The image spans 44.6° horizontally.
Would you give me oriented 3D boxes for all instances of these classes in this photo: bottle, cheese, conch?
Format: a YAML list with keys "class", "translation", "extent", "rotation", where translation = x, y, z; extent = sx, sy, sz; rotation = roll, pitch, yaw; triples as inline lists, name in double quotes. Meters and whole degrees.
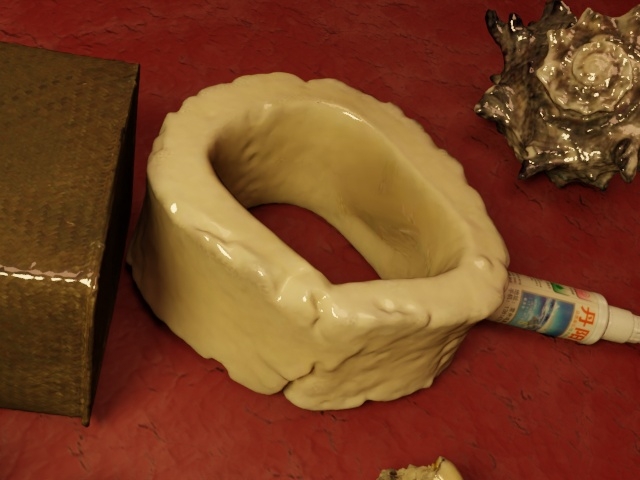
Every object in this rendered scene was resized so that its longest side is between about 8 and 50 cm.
- class: "bottle"
  translation: [0.268, 0.077, 0.837]
  extent: [0.217, 0.060, 0.060]
  rotation: [13, 45, -9]
- class: "cheese"
  translation: [-0.002, 0.003, 0.735]
  extent: [0.332, 0.153, 0.292]
  rotation: [43, 48, 21]
- class: "conch"
  translation: [0.325, -0.200, 1.000]
  extent: [0.186, 0.240, 0.313]
  rotation: [9, 31, -32]

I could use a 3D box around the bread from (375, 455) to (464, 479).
- class: "bread"
  translation: [0.090, 0.250, 0.585]
  extent: [0.119, 0.084, 0.177]
  rotation: [-24, 62, -35]

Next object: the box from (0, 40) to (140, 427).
- class: "box"
  translation: [-0.234, -0.012, 0.634]
  extent: [0.143, 0.184, 0.273]
  rotation: [7, 46, -10]
